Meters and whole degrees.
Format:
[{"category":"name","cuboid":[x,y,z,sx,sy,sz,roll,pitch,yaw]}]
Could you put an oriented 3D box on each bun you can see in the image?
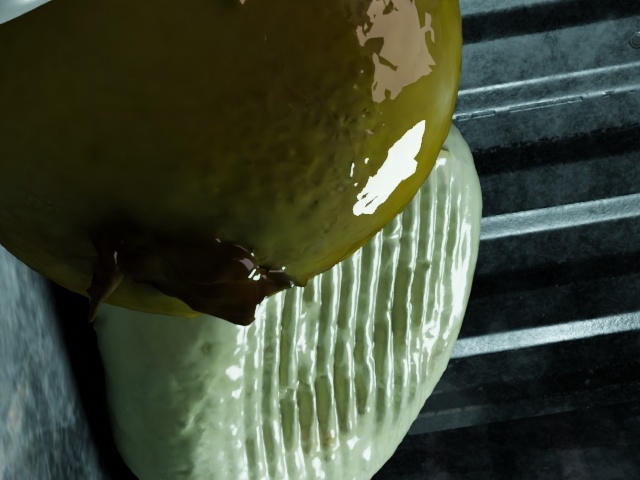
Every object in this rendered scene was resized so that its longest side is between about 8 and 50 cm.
[{"category":"bun","cuboid":[-0.037,0.032,0.937,0.213,0.361,0.361,32,-36,42]}]

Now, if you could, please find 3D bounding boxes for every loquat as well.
[{"category":"loquat","cuboid":[-0.063,-0.083,0.606,0.275,0.275,0.274,-9,90,-88]}]

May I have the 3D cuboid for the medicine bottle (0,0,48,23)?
[{"category":"medicine bottle","cuboid":[-0.154,-0.192,0.381,0.131,0.131,0.250,-95,175,-63]}]
